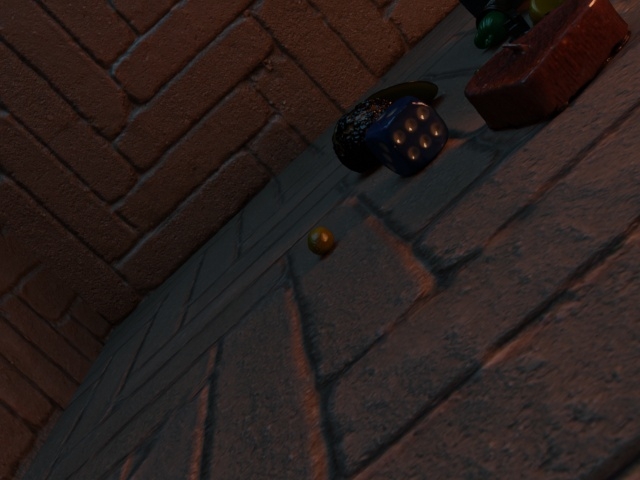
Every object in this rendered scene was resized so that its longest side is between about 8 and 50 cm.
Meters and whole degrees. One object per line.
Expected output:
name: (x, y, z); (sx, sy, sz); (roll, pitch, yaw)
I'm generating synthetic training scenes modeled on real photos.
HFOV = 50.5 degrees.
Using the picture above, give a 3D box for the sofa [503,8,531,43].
sofa: (0.510, -0.553, 1.778); (0.060, 0.085, 0.147); (-36, 15, 20)

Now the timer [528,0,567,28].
timer: (0.546, -0.551, 1.593); (0.107, 0.107, 0.109); (-48, -24, -18)

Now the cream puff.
cream puff: (0.140, -0.312, 1.967); (0.239, 0.165, 0.239); (-39, 12, 10)

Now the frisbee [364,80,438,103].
frisbee: (0.240, -0.423, 2.049); (0.236, 0.017, 0.236); (-12, -10, -2)

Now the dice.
dice: (0.201, -0.246, 1.593); (0.143, 0.146, 0.146); (-48, 13, -9)

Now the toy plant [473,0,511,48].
toy plant: (0.511, -0.638, 2.032); (0.200, 0.105, 0.143); (-64, 9, -25)

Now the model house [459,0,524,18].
model house: (0.585, -0.862, 2.121); (0.342, 0.335, 0.382); (-59, 22, -18)

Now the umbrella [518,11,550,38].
umbrella: (0.512, -0.475, 1.551); (0.080, 0.071, 0.224); (-33, 8, -13)

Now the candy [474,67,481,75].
candy: (0.451, -0.461, 1.799); (0.123, 0.035, 0.035); (-40, 13, -24)

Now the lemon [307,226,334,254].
lemon: (0.000, 0.000, 1.610); (0.065, 0.065, 0.092); (-39, 15, 21)

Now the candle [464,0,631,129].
candle: (0.401, -0.326, 1.275); (0.317, 0.131, 0.287); (-35, 18, 39)
